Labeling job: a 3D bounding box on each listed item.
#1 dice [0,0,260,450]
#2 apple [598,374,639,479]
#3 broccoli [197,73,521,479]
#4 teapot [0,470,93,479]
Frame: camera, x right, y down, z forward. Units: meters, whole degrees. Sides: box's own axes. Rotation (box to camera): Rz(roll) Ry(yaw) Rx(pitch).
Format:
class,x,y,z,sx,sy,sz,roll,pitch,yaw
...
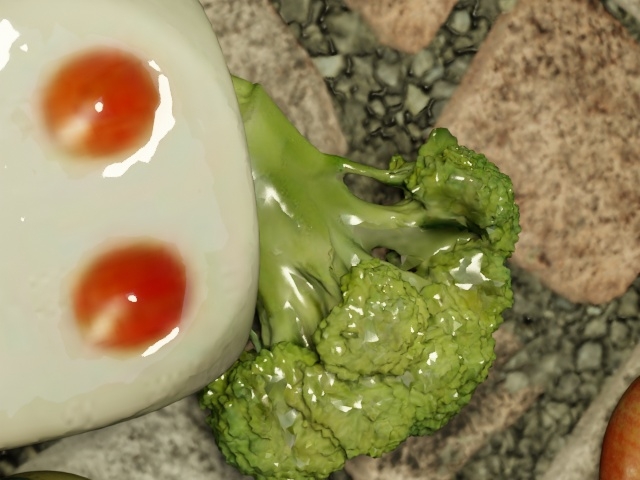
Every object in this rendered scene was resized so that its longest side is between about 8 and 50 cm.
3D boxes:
class,x,y,z,sx,sy,sz,roll,pitch,yaw
dice,-0.223,-0.028,1.140,0.304,0.304,0.276,-9,97,-17
apple,0.318,0.186,1.415,0.210,0.164,0.209,-1,93,-17
broccoli,0.029,0.017,1.293,0.254,0.186,0.302,-7,103,-9
teapot,-0.179,0.263,1.244,0.173,0.182,0.269,-35,105,-14
